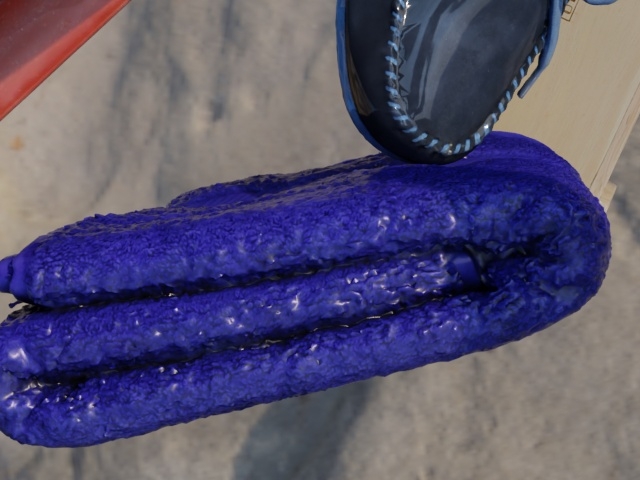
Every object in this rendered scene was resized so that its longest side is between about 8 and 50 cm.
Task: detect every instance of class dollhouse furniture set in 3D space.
[{"bbox_3d":[0.201,-0.145,0.934,0.286,0.303,0.198,26,113,8],"label":"dollhouse furniture set"}]

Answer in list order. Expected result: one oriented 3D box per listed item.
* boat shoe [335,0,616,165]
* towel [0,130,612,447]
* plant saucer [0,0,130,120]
[{"bbox_3d":[0.078,-0.154,0.637,0.089,0.109,0.258,10,83,56],"label":"boat shoe"},{"bbox_3d":[0.000,0.000,0.678,0.228,0.308,0.076,-15,95,7],"label":"towel"},{"bbox_3d":[-0.136,-0.070,0.556,0.258,0.259,0.048,-44,92,-7],"label":"plant saucer"}]
